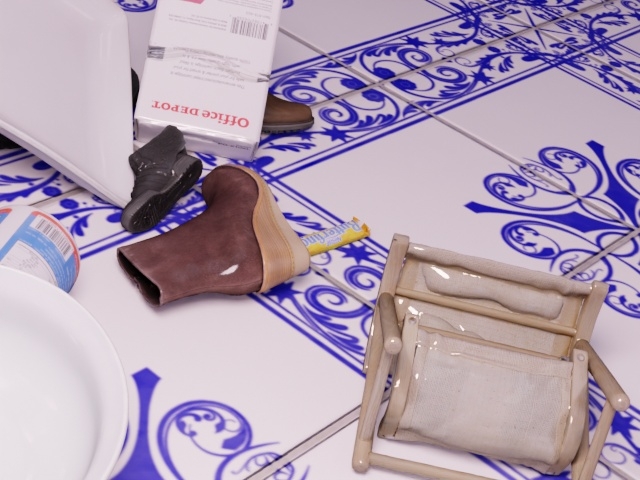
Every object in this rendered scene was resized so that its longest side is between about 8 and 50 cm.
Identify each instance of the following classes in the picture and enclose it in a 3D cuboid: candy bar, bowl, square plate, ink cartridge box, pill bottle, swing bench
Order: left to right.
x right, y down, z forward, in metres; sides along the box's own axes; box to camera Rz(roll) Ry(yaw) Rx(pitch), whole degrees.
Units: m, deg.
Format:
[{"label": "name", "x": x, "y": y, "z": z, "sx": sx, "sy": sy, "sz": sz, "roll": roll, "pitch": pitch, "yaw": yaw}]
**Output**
[{"label": "bowl", "x": -0.322, "y": 0.173, "z": 1.112, "sx": 0.297, "sy": 0.134, "sz": 0.298, "roll": 7, "pitch": 51, "yaw": -9}, {"label": "pill bottle", "x": -0.343, "y": 0.065, "z": 1.314, "sx": 0.124, "sy": 0.124, "sz": 0.221, "roll": 17, "pitch": 32, "yaw": 4}, {"label": "square plate", "x": -0.365, "y": -0.241, "z": 1.599, "sx": 0.344, "sy": 0.049, "sz": 0.347, "roll": 35, "pitch": 38, "yaw": -47}, {"label": "ink cartridge box", "x": -0.155, "y": -0.244, "z": 1.769, "sx": 0.171, "sy": 0.100, "sz": 0.237, "roll": 10, "pitch": 74, "yaw": -6}, {"label": "candy bar", "x": 0.000, "y": 0.000, "z": 1.645, "sx": 0.161, "sy": 0.018, "sz": 0.040, "roll": -18, "pitch": 45, "yaw": -39}, {"label": "swing bench", "x": 0.179, "y": 0.138, "z": 1.374, "sx": 0.253, "sy": 0.165, "sz": 0.255, "roll": 13, "pitch": 27, "yaw": 0}]

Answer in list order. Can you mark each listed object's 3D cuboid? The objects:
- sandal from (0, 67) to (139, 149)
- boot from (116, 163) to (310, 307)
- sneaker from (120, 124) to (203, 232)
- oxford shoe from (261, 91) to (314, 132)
[{"label": "sandal", "x": -0.427, "y": -0.201, "z": 1.704, "sx": 0.445, "sy": 0.107, "sz": 0.167, "roll": -18, "pitch": 44, "yaw": -39}, {"label": "boot", "x": -0.151, "y": -0.013, "z": 1.541, "sx": 0.206, "sy": 0.090, "sz": 0.248, "roll": -11, "pitch": 34, "yaw": -27}, {"label": "sneaker", "x": -0.218, "y": -0.080, "z": 1.628, "sx": 0.089, "sy": 0.051, "sz": 0.170, "roll": 27, "pitch": 54, "yaw": 27}, {"label": "oxford shoe", "x": -0.114, "y": -0.217, "z": 1.857, "sx": 0.227, "sy": 0.096, "sz": 0.083, "roll": 15, "pitch": 21, "yaw": -5}]
